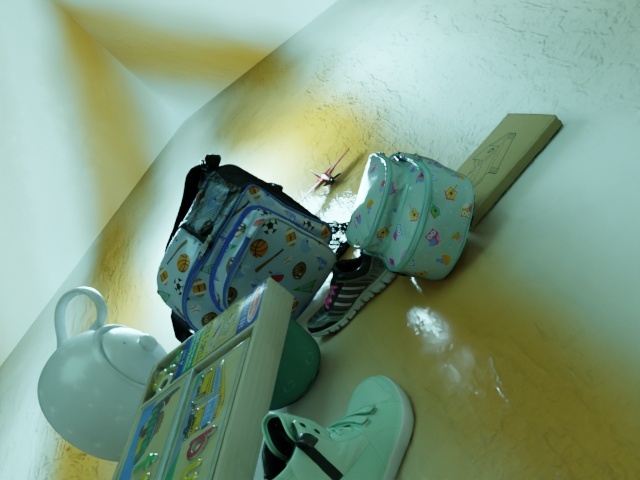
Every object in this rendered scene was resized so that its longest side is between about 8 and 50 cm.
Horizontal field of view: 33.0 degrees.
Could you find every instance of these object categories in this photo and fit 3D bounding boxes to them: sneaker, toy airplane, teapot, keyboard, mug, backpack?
[{"bbox_3d":[0.033,0.068,1.588,0.170,0.075,0.063,-43,17,14],"label":"sneaker"},{"bbox_3d":[0.005,-0.124,2.167,0.151,0.028,0.151,-41,17,16],"label":"toy airplane"},{"bbox_3d":[-0.336,0.226,1.806,0.187,0.256,0.252,-55,24,20],"label":"teapot"},{"bbox_3d":[0.000,0.000,1.888,0.100,0.038,0.192,-51,18,-14],"label":"keyboard"},{"bbox_3d":[-0.067,0.176,1.550,0.129,0.097,0.158,-51,17,-9],"label":"mug"},{"bbox_3d":[0.123,-0.033,1.465,0.188,0.144,0.165,34,107,64],"label":"backpack"},{"bbox_3d":[-0.124,0.042,1.758,0.263,0.276,0.213,-54,39,7],"label":"backpack"},{"bbox_3d":[0.016,0.206,1.194,0.094,0.151,0.256,-39,17,29],"label":"sneaker"}]

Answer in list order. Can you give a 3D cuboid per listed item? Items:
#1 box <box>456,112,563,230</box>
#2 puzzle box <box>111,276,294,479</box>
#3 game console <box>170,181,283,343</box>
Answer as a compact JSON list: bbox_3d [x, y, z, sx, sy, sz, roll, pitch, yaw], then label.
[{"bbox_3d":[0.244,-0.103,1.557,0.201,0.021,0.164,-49,17,-4],"label":"box"},{"bbox_3d":[-0.169,0.253,1.397,0.272,0.052,0.409,-37,24,30],"label":"puzzle box"},{"bbox_3d":[-0.174,0.044,2.098,0.361,0.044,0.213,-58,22,-3],"label":"game console"}]
